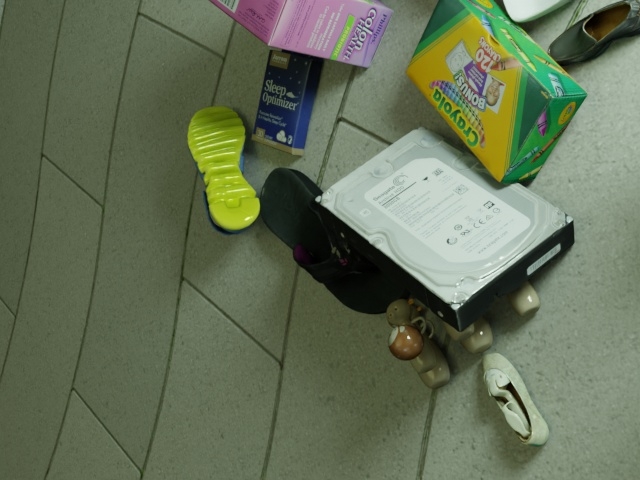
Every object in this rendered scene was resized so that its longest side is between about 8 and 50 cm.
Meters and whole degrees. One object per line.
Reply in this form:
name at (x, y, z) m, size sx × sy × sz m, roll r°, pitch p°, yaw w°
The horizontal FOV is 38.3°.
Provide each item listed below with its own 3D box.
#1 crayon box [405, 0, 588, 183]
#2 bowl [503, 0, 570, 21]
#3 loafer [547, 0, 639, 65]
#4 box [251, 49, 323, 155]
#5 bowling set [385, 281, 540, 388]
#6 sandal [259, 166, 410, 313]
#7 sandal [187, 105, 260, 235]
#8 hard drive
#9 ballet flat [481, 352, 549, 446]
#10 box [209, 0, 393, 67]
crayon box at (0.259, -0.241, 1.405) m, size 0.278 × 0.081 × 0.165 m, roll 56°, pitch 139°, yaw 33°
bowl at (0.335, -0.405, 1.370) m, size 0.142 × 0.053 × 0.141 m, roll -24°, pitch 71°, yaw 44°
loafer at (0.387, -0.299, 1.302) m, size 0.170 × 0.061 × 0.062 m, roll -27°, pitch 71°, yaw 45°
box at (-0.064, -0.292, 1.818) m, size 0.136 × 0.037 × 0.225 m, roll 24°, pitch 105°, yaw 45°
bowling set at (0.176, 0.105, 1.430) m, size 0.287 × 0.200 × 0.154 m, roll -45°, pitch 54°, yaw 33°
sandal at (-0.002, 0.002, 1.679) m, size 0.446 × 0.107 × 0.167 m, roll 35°, pitch 114°, yaw 45°
sandal at (-0.206, -0.136, 1.913) m, size 0.138 × 0.126 × 0.317 m, roll 102°, pitch 160°, yaw -61°
hard drive at (0.181, -0.033, 1.407) m, size 0.339 × 0.237 × 0.064 m, roll 40°, pitch 158°, yaw 42°
ballet flat at (0.288, 0.238, 1.400) m, size 0.057 × 0.052 × 0.168 m, roll -55°, pitch 51°, yaw 31°
box at (-0.037, -0.419, 1.638) m, size 0.213 × 0.243 × 0.117 m, roll 43°, pitch 120°, yaw 39°
